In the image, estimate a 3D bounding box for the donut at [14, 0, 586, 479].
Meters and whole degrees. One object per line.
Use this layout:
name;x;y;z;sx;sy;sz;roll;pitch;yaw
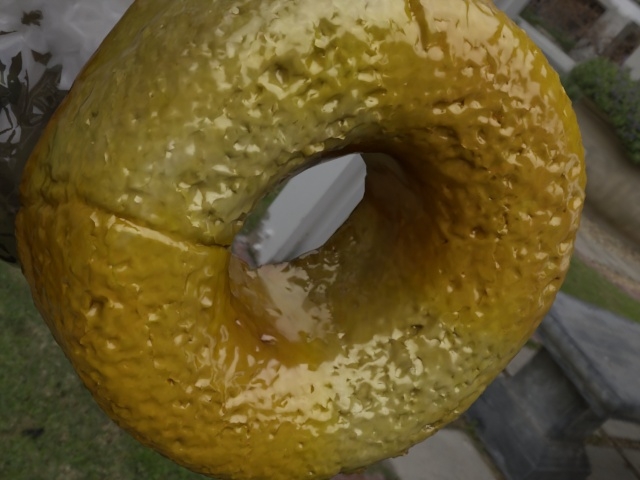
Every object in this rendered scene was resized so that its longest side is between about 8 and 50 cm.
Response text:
donut;0.000;0.000;0.404;0.303;0.302;0.110;26;16;-31

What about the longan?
longan;-0.320;-0.156;0.924;0.391;0.391;0.391;33;23;-16
